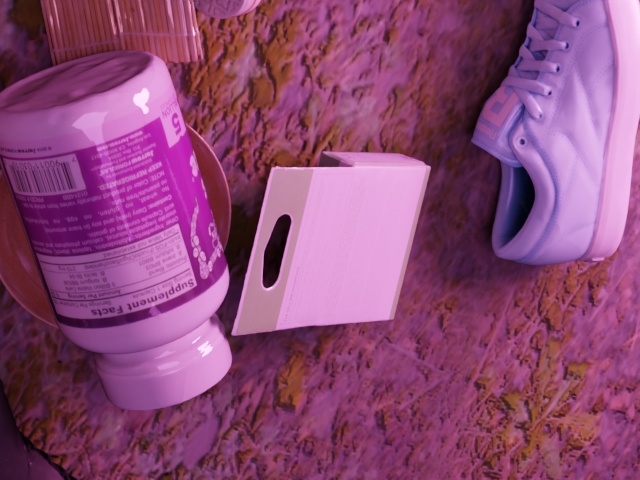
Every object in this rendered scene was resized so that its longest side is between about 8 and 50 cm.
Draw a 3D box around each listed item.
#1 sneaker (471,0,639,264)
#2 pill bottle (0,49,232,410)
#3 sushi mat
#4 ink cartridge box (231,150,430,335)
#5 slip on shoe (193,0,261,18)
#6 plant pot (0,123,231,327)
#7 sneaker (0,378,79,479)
[{"bbox_3d":[0.229,-0.139,1.532,0.150,0.135,0.366,-10,110,-19],"label":"sneaker"},{"bbox_3d":[-0.178,-0.005,1.383,0.169,0.169,0.301,-20,113,-12],"label":"pill bottle"},{"bbox_3d":[-0.198,-0.304,1.355,0.151,0.019,0.316,-1,112,19],"label":"sushi mat"},{"bbox_3d":[0.000,0.000,1.490,0.235,0.056,0.171,-2,111,-46],"label":"ink cartridge box"},{"bbox_3d":[-0.110,-0.366,1.366,0.101,0.123,0.331,-37,113,-45],"label":"slip on shoe"},{"bbox_3d":[-0.204,-0.022,1.480,0.236,0.032,0.236,-6,109,-18],"label":"plant pot"},{"bbox_3d":[-0.297,0.244,1.509,0.130,0.109,0.286,-15,121,-20],"label":"sneaker"}]
